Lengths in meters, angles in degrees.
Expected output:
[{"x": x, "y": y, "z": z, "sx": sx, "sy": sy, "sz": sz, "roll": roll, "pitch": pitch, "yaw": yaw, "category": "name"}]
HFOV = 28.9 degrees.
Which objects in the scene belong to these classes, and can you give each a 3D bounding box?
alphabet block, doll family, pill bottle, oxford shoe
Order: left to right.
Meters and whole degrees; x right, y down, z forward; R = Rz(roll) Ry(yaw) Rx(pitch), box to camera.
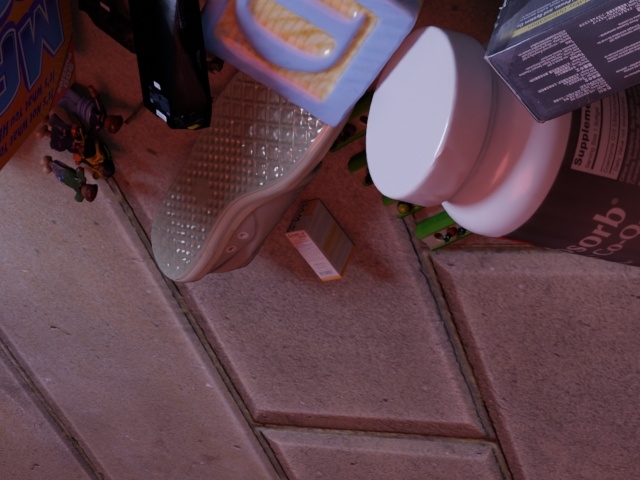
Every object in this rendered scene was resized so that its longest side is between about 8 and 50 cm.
[{"x": -0.326, "y": -0.133, "z": 1.709, "sx": 0.111, "sy": 0.076, "sz": 0.193, "roll": 33, "pitch": 149, "yaw": 20, "category": "doll family"}, {"x": -0.074, "y": -0.100, "z": 1.597, "sx": 0.130, "sy": 0.169, "sz": 0.449, "roll": -5, "pitch": 149, "yaw": -39, "category": "oxford shoe"}, {"x": 0.007, "y": -0.277, "z": 1.290, "sx": 0.192, "sy": 0.197, "sz": 0.193, "roll": 32, "pitch": 140, "yaw": -9, "category": "alphabet block"}, {"x": 0.244, "y": -0.095, "z": 1.273, "sx": 0.362, "sy": 0.210, "sz": 0.210, "roll": 10, "pitch": 146, "yaw": -24, "category": "pill bottle"}]

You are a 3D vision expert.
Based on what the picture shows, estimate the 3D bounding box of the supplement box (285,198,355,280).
[{"x": 0.000, "y": 0.000, "z": 1.710, "sx": 0.036, "sy": 0.062, "sz": 0.098, "roll": -12, "pitch": 129, "yaw": 37, "category": "supplement box"}]

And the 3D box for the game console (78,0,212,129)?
[{"x": -0.209, "y": -0.266, "z": 1.371, "sx": 0.361, "sy": 0.044, "sz": 0.213, "roll": 39, "pitch": 139, "yaw": 54, "category": "game console"}]

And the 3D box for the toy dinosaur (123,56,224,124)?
[{"x": -0.185, "y": -0.216, "z": 1.567, "sx": 0.118, "sy": 0.064, "sz": 0.268, "roll": 25, "pitch": 145, "yaw": 6, "category": "toy dinosaur"}]

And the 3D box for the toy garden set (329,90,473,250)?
[{"x": 0.135, "y": -0.088, "z": 1.555, "sx": 0.244, "sy": 0.049, "sz": 0.203, "roll": 42, "pitch": 137, "yaw": -22, "category": "toy garden set"}]

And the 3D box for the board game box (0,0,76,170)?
[{"x": -0.522, "y": -0.273, "z": 1.399, "sx": 0.356, "sy": 0.356, "sz": 0.357, "roll": 15, "pitch": 133, "yaw": 10, "category": "board game box"}]

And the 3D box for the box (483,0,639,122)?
[{"x": 0.342, "y": -0.292, "z": 1.014, "sx": 0.395, "sy": 0.318, "sz": 0.097, "roll": -22, "pitch": 122, "yaw": 41, "category": "box"}]
